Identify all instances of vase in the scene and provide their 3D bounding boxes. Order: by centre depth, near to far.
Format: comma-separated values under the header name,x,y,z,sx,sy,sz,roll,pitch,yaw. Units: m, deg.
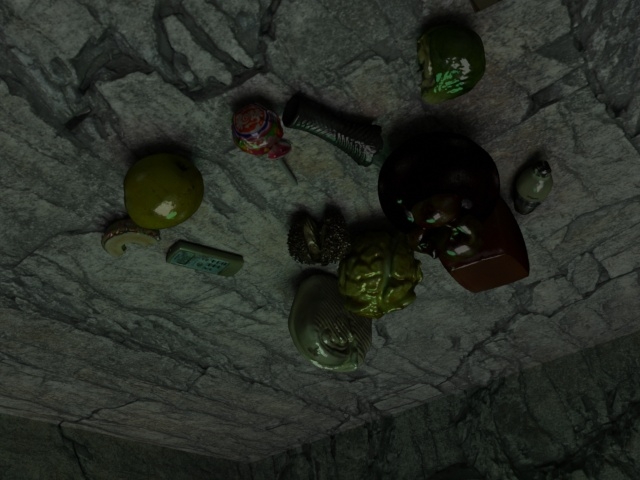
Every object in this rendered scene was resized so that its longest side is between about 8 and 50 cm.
name,x,y,z,sx,sy,sz,roll,pitch,yaw
vase,0.027,-0.263,1.601,0.238,0.115,0.115,18,139,-33

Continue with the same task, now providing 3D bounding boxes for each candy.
name,x,y,z,sx,sy,sz,roll,pitch,yaw
candy,-0.115,-0.213,1.658,0.124,0.124,0.365,-16,155,10

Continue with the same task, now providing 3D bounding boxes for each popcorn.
name,x,y,z,sx,sy,sz,roll,pitch,yaw
popcorn,0.181,0.089,2.042,0.282,0.282,0.246,-15,113,9

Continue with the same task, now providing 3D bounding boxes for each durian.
name,x,y,z,sx,sy,sz,roll,pitch,yaw
durian,0.000,0.000,1.964,0.196,0.166,0.196,12,164,4

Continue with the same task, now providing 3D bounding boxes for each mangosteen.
name,x,y,z,sx,sy,sz,roll,pitch,yaw
mangosteen,0.296,-0.102,1.684,0.307,0.346,0.306,-3,149,-2

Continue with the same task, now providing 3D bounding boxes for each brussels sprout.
name,x,y,z,sx,sy,sz,roll,pitch,yaw
brussels sprout,0.283,-0.379,1.450,0.146,0.131,0.183,-5,143,4

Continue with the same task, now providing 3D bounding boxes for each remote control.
name,x,y,z,sx,sy,sz,roll,pitch,yaw
remote control,-0.351,0.060,2.062,0.234,0.038,0.098,18,138,-34

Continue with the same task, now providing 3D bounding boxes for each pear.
name,x,y,z,sx,sy,sz,roll,pitch,yaw
pear,-0.383,-0.122,1.643,0.198,0.198,0.198,-7,148,-4

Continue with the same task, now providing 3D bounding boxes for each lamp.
name,x,y,z,sx,sy,sz,roll,pitch,yaw
lamp,0.605,-0.145,1.926,0.101,0.101,0.250,-7,150,-4

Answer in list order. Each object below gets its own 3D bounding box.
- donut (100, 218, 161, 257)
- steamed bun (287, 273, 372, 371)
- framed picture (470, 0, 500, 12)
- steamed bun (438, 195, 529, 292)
name,x,y,z,sx,sy,sz,roll,pitch,yaw
donut,-0.537,-0.017,1.870,0.166,0.065,0.108,-16,147,12
steamed bun,0.013,0.291,2.261,0.310,0.324,0.220,31,135,-34
framed picture,0.340,-0.533,1.312,0.136,0.010,0.201,-22,153,19
steamed bun,0.462,-0.006,1.971,0.235,0.248,0.379,-21,156,22
